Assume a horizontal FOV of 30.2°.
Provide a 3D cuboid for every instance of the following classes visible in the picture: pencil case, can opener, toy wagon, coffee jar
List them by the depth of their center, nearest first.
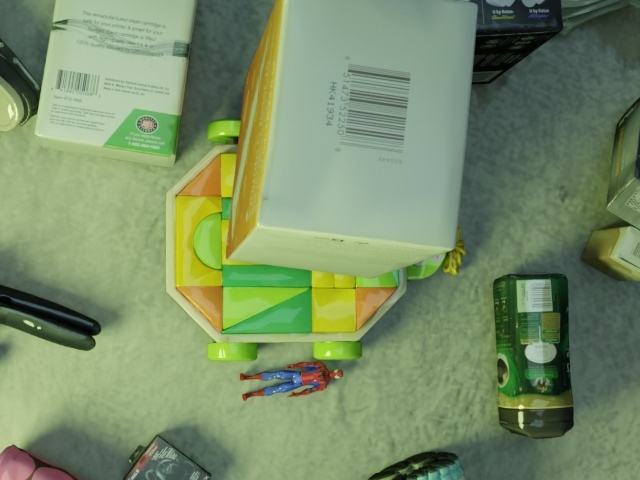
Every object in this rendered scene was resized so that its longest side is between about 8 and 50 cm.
[{"bbox_3d":[-0.263,0.303,1.247,0.209,0.095,0.098,31,101,-2],"label":"pencil case"},{"bbox_3d":[-0.329,0.077,1.281,0.186,0.073,0.059,13,44,-10],"label":"can opener"},{"bbox_3d":[0.000,0.000,1.325,0.344,0.068,0.267,0,85,-9],"label":"toy wagon"},{"bbox_3d":[0.240,0.130,1.335,0.079,0.096,0.184,-1,85,-6],"label":"coffee jar"}]

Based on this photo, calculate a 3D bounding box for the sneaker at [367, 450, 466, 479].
[{"bbox_3d":[0.042,0.335,1.280,0.283,0.110,0.122,-21,91,-10],"label":"sneaker"}]

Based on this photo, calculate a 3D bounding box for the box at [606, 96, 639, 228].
[{"bbox_3d":[0.443,-0.048,1.353,0.231,0.056,0.183,29,40,-5],"label":"box"}]

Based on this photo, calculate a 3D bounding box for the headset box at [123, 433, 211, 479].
[{"bbox_3d":[-0.170,0.256,1.292,0.083,0.032,0.062,37,80,-3],"label":"headset box"}]

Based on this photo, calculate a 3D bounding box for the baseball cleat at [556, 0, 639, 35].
[{"bbox_3d":[0.303,-0.302,1.399,0.206,0.072,0.109,-12,54,12],"label":"baseball cleat"}]

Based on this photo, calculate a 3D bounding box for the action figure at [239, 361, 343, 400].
[{"bbox_3d":[-0.031,0.157,1.326,0.115,0.030,0.038,-8,81,-11],"label":"action figure"}]

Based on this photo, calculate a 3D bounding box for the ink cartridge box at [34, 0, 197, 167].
[{"bbox_3d":[-0.220,-0.197,1.301,0.153,0.087,0.208,9,84,-7],"label":"ink cartridge box"}]

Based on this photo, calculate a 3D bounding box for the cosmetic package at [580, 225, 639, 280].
[{"bbox_3d":[0.348,0.016,1.353,0.060,0.115,0.041,28,84,-4],"label":"cosmetic package"}]

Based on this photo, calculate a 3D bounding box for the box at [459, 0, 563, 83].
[{"bbox_3d":[0.143,-0.260,1.282,0.163,0.247,0.142,-4,86,-9],"label":"box"}]

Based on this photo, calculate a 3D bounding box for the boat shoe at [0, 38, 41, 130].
[{"bbox_3d":[-0.383,-0.209,1.303,0.206,0.075,0.065,49,37,4],"label":"boat shoe"}]

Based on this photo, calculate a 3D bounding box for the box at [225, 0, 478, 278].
[{"bbox_3d":[0.015,-0.088,1.126,0.168,0.345,0.215,7,83,-8],"label":"box"}]
